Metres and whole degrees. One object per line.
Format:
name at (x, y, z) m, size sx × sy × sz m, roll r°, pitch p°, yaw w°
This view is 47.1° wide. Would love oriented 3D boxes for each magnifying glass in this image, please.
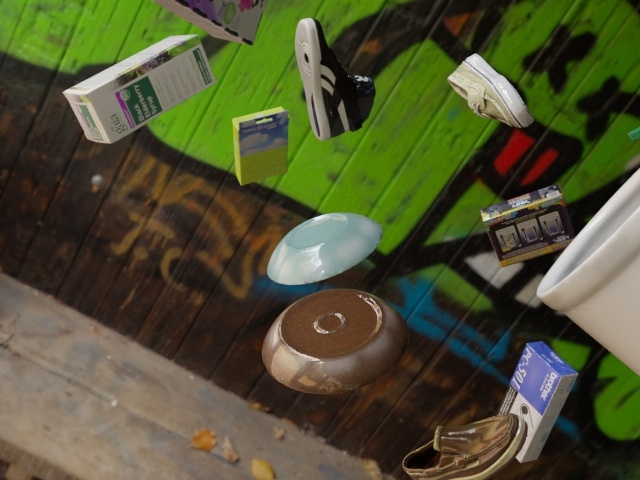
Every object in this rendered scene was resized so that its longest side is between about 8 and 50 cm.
magnifying glass at (0.745, -0.254, 1.652) m, size 0.026 × 0.092 × 0.231 m, roll 62°, pitch 20°, yaw -1°

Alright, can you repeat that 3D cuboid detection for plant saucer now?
plant saucer at (0.000, 0.000, 1.146) m, size 0.195 × 0.195 × 0.037 m, roll -92°, pitch 161°, yaw -64°
plant saucer at (0.017, 0.120, 0.973) m, size 0.199 × 0.036 × 0.198 m, roll -7°, pitch 33°, yaw 5°

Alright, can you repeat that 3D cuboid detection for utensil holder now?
utensil holder at (0.548, 0.080, 0.982) m, size 0.385 × 0.327 × 0.327 m, roll 42°, pitch 23°, yaw 8°

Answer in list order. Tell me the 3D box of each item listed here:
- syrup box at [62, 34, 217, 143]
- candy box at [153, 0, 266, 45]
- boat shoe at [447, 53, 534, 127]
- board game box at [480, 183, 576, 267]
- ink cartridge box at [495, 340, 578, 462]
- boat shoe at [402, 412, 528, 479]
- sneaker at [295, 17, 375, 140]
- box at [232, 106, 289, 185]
syrup box at (-0.307, -0.264, 1.264) m, size 0.096 × 0.093 × 0.237 m, roll 14°, pitch 44°, yaw 45°
candy box at (-0.134, -0.357, 0.921) m, size 0.070 × 0.164 × 0.196 m, roll 20°, pitch 5°, yaw 24°
boat shoe at (0.380, -0.320, 1.647) m, size 0.109 × 0.094 × 0.302 m, roll 44°, pitch 14°, yaw -32°
board game box at (0.446, -0.029, 1.568) m, size 0.048 × 0.170 × 0.141 m, roll -88°, pitch 155°, yaw -52°
ink cartridge box at (0.391, 0.300, 1.358) m, size 0.046 × 0.207 × 0.097 m, roll -1°, pitch 31°, yaw -29°
boat shoe at (0.231, 0.354, 1.234) m, size 0.095 × 0.257 × 0.095 m, roll 35°, pitch 38°, yaw -10°
sneaker at (0.031, -0.288, 1.265) m, size 0.121 × 0.216 × 0.079 m, roll -20°, pitch 36°, yaw -16°
box at (-0.120, -0.196, 1.481) m, size 0.109 × 0.178 × 0.042 m, roll -18°, pitch 55°, yaw -17°
